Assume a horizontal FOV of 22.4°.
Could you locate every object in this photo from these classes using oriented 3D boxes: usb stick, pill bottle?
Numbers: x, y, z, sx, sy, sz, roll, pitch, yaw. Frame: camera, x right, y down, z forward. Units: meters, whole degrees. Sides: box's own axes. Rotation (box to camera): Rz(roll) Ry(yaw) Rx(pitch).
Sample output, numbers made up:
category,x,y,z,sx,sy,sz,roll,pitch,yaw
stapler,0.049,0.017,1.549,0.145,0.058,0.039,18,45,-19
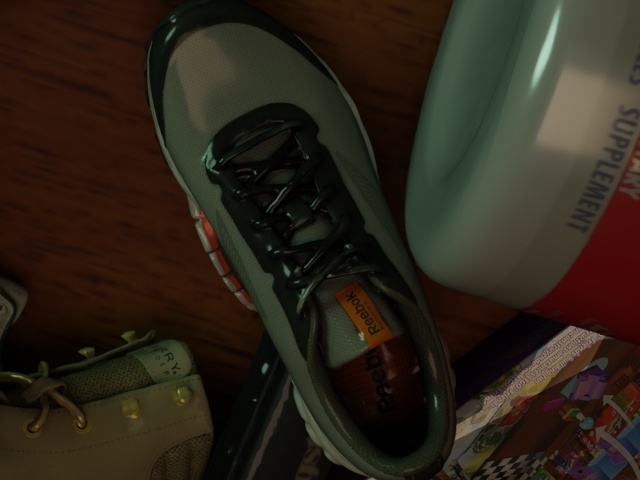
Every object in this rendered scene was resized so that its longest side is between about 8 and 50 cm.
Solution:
category,x,y,z,sx,sy,sz,roll,pitch,yaw
usb stick,-0.028,0.128,0.901,0.077,0.045,0.278,19,94,-41
pill bottle,0.265,-0.035,0.784,0.408,0.229,0.229,16,112,-8

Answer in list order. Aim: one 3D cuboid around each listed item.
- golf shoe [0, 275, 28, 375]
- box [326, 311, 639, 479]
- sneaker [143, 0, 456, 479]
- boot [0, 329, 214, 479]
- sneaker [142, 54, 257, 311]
category,x,y,z,sx,sy,sz,roll,pitch,yaw
golf shoe,-0.209,0.021,0.898,0.086,0.069,0.176,-13,120,-14
box,0.127,0.164,0.961,0.293,0.057,0.201,-39,107,14
sneaker,0.001,0.000,0.804,0.100,0.108,0.271,-28,98,-5
boot,-0.164,0.084,0.853,0.203,0.095,0.262,-22,128,-19
sneaker,-0.042,-0.035,0.871,0.065,0.061,0.158,-21,113,1
